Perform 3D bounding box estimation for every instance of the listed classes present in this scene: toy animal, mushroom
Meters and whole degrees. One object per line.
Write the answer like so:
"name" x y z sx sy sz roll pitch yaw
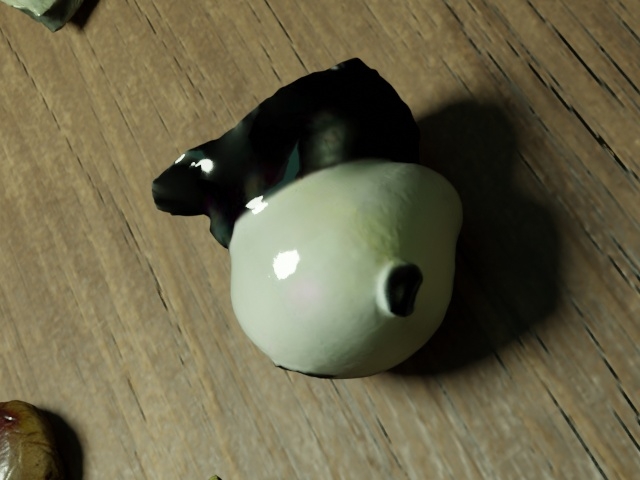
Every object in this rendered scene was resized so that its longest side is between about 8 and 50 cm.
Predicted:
"toy animal" 0.000 0.000 0.834 0.166 0.138 0.179 -47 56 32
"mushroom" -0.225 0.163 0.952 0.123 0.052 0.123 -12 64 26

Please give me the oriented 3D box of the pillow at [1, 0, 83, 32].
"pillow" -0.193 -0.283 1.147 0.148 0.050 0.229 29 83 35

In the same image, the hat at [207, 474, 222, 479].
"hat" -0.070 0.215 0.820 0.146 0.067 0.146 -54 9 13
